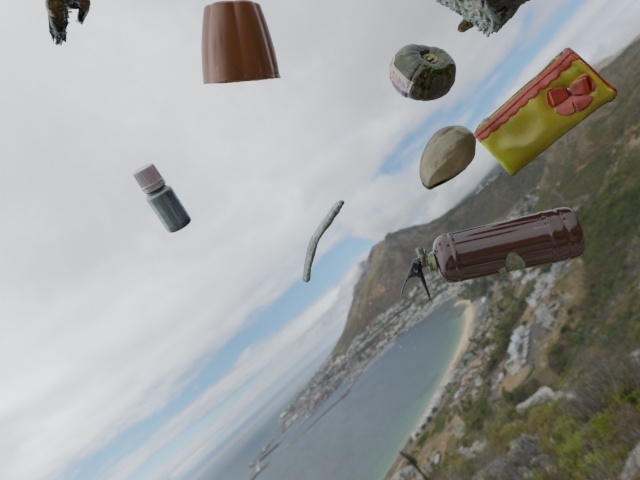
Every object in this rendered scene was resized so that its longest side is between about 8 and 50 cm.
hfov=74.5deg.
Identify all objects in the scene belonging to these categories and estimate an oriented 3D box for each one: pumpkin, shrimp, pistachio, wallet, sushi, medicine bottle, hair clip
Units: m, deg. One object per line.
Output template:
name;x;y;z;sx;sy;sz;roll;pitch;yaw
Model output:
pumpkin;0.389;-0.626;1.613;0.260;0.260;0.189;-36;-25;-28
shrimp;-0.533;-0.471;0.892;0.091;0.034;0.161;-28;-3;-39
pistachio;0.411;-0.270;1.369;0.237;0.153;0.138;-59;-18;-3
wallet;0.450;-0.259;0.867;0.241;0.141;0.067;-45;0;36
sushi;0.307;-0.527;0.845;0.126;0.225;0.136;-42;-19;16
medicine bottle;-0.464;-0.124;1.235;0.084;0.203;0.083;-19;28;11
hair clip;-0.002;-0.001;1.054;0.229;0.036;0.066;-66;19;4

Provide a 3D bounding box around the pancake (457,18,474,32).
pancake;0.529;-0.744;1.340;0.212;0.029;0.235;-33;-1;31

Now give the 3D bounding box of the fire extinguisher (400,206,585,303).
fire extinguisher;0.318;0.040;0.830;0.344;0.137;0.102;-15;-4;14

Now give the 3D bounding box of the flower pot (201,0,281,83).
flower pot;-0.199;-0.468;1.006;0.191;0.191;0.173;-30;-57;-45
